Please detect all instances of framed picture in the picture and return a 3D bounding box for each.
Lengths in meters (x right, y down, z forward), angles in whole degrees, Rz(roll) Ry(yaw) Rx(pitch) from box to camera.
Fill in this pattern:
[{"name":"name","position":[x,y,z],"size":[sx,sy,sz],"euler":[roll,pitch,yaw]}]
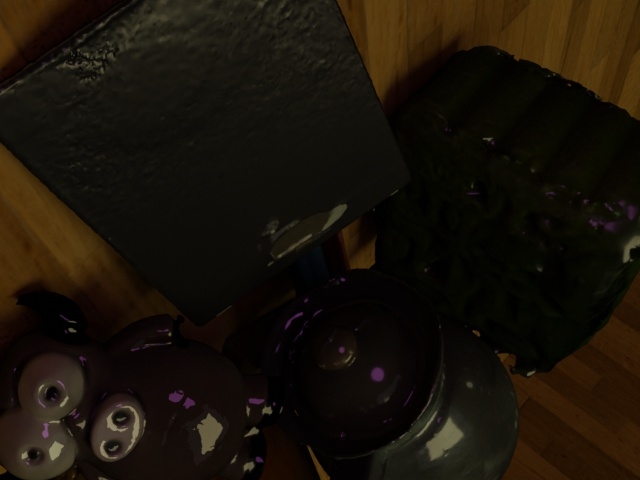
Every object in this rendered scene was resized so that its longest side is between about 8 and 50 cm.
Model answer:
[{"name":"framed picture","position":[-0.067,-0.070,0.659],"size":[0.244,0.013,0.324],"euler":[-34,144,-1]}]

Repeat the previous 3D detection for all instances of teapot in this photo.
[{"name":"teapot","position":[0.042,0.179,0.840],"size":[0.305,0.223,0.285],"euler":[-58,145,-12]}]

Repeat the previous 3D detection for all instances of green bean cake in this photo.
[{"name":"green bean cake","position":[0.222,-0.030,1.033],"size":[0.218,0.335,0.319],"euler":[-49,156,-35]}]

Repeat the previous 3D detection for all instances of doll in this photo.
[{"name":"doll","position":[-0.164,0.143,0.709],"size":[0.258,0.117,0.181],"euler":[13,98,-25]}]

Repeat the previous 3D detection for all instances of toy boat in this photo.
[{"name":"toy boat","position":[0.000,0.000,0.912],"size":[0.080,0.136,0.392],"euler":[-13,143,-2]}]

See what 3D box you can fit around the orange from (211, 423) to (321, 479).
[{"name":"orange","position":[-0.091,0.282,0.881],"size":[0.196,0.334,0.262],"euler":[-22,163,-11]}]

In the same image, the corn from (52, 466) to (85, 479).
[{"name":"corn","position":[-0.251,0.287,0.893],"size":[0.080,0.080,0.231],"euler":[-28,148,-44]}]

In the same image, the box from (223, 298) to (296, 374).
[{"name":"box","position":[-0.046,0.150,1.103],"size":[0.201,0.058,0.141],"euler":[-29,146,-45]}]
